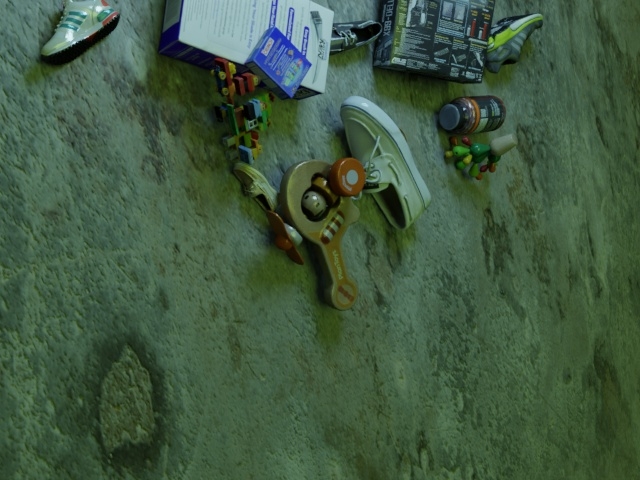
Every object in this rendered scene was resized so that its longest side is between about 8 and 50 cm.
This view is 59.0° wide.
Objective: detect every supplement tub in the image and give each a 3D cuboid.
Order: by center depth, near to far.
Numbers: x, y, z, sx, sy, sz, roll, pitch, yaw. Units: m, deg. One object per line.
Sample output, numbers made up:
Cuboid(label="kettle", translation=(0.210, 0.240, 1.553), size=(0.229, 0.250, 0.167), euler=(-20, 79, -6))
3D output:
Cuboid(label="supplement tub", translation=(0.421, -0.351, 1.585), size=(0.198, 0.106, 0.106), euler=(-13, 98, -37))

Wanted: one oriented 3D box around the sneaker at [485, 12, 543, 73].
Cuboid(label="sneaker", translation=(0.574, -0.603, 1.717), size=(0.300, 0.111, 0.121), euler=(-34, 120, -27))

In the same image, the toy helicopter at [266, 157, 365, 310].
Cuboid(label="toy helicopter", translation=(0.000, 0.000, 1.243), size=(0.235, 0.140, 0.355), euler=(-28, 110, -34))

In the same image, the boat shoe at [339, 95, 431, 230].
Cuboid(label="boat shoe", translation=(0.130, -0.160, 1.355), size=(0.156, 0.136, 0.367), euler=(-52, 128, -22))

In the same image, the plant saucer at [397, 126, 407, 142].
Cuboid(label="plant saucer", translation=(0.191, -0.251, 1.462), size=(0.083, 0.015, 0.083), euler=(1, 89, -38))

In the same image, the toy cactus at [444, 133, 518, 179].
Cuboid(label="toy cactus", translation=(0.459, -0.251, 1.577), size=(0.219, 0.180, 0.112), euler=(19, 58, -41))

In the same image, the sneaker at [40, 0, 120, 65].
Cuboid(label="sneaker", translation=(-0.426, -0.367, 0.971), size=(0.075, 0.057, 0.161), euler=(47, 64, -9))

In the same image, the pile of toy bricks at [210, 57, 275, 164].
Cuboid(label="pile of toy bricks", translation=(-0.134, -0.256, 1.112), size=(0.105, 0.118, 0.212), euler=(-35, 137, -32))

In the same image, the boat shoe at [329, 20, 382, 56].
Cuboid(label="boat shoe", translation=(0.061, -0.484, 1.332), size=(0.206, 0.065, 0.075), euler=(-25, 105, -35))

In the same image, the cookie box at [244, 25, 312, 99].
Cuboid(label="cookie box", translation=(-0.082, -0.345, 1.107), size=(0.107, 0.040, 0.092), euler=(40, 70, -32))

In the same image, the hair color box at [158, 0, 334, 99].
Cuboid(label="hair color box", translation=(-0.141, -0.425, 1.150), size=(0.339, 0.110, 0.185), euler=(9, 86, -36))

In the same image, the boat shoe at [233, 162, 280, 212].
Cuboid(label="boat shoe", translation=(-0.135, -0.109, 1.189), size=(0.135, 0.050, 0.045), euler=(42, 60, -30))

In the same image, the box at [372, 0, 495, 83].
Cuboid(label="box", translation=(0.294, -0.543, 1.441), size=(0.307, 0.076, 0.242), euler=(0, 103, -28))
